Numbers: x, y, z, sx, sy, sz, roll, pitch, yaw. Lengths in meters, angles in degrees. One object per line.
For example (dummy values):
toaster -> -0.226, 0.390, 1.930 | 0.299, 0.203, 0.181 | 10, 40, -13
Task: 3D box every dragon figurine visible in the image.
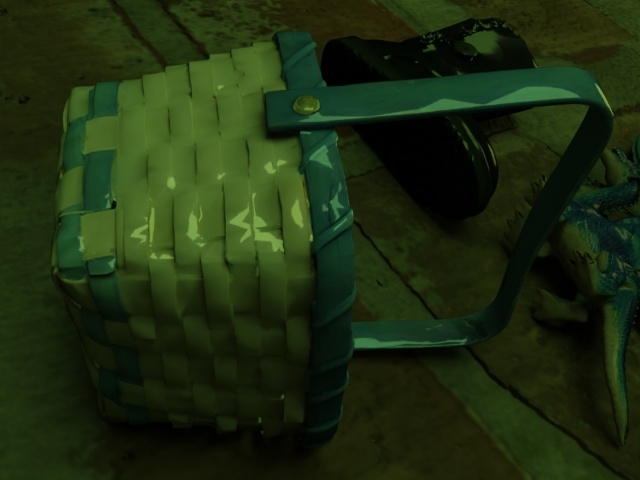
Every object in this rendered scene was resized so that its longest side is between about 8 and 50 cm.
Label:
dragon figurine -> 0.249, 0.022, 0.690 | 0.144, 0.085, 0.289 | 3, 44, -18

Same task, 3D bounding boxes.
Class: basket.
basket -> 0.000, 0.000, 0.493 | 0.289, 0.254, 0.201 | 1, 52, -7

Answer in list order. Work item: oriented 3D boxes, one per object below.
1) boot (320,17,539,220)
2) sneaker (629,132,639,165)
boot -> 0.145, -0.133, 0.798 | 0.207, 0.094, 0.246 | -16, 48, -28
sneaker -> 0.390, -0.057, 0.795 | 0.104, 0.125, 0.261 | 2, 46, -19
